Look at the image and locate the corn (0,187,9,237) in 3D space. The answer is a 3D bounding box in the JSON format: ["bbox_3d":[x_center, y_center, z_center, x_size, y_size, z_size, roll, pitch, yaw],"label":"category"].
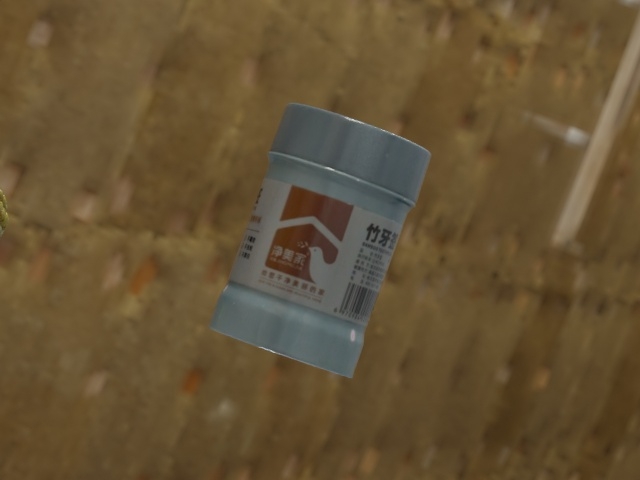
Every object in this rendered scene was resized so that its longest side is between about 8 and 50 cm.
[{"bbox_3d":[-0.306,-0.073,1.448,0.080,0.080,0.231,-59,-40,-16],"label":"corn"}]

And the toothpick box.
[{"bbox_3d":[0.000,0.000,1.258,0.101,0.101,0.153,25,-97,-66],"label":"toothpick box"}]
